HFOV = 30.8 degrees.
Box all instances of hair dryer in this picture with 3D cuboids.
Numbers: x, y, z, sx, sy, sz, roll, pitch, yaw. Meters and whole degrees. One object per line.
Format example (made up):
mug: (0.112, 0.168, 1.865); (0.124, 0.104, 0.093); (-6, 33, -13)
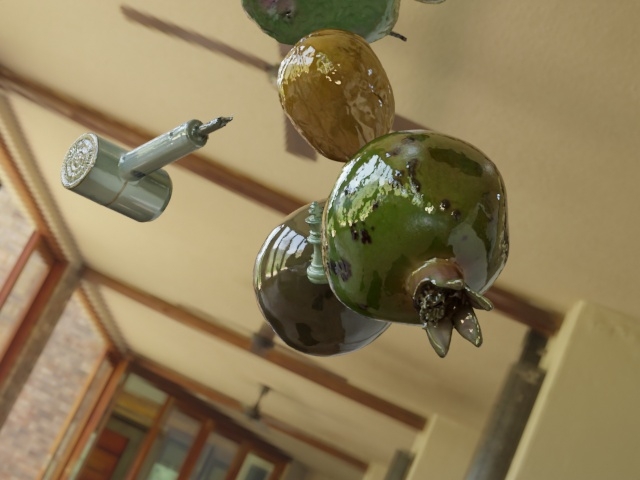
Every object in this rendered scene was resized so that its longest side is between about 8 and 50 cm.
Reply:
hair dryer: (-0.256, -0.135, 1.902); (0.357, 0.108, 0.173); (-19, -33, 41)

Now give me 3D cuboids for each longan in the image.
longan: (0.023, 0.068, 2.260); (0.318, 0.319, 0.319); (23, -16, 7)

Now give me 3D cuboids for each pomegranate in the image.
pomegranate: (0.121, 0.010, 1.609); (0.290, 0.323, 0.291); (9, -46, 9)

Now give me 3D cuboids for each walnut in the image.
walnut: (0.027, -0.238, 1.912); (0.193, 0.193, 0.226); (6, -41, 48)

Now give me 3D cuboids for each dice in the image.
dice: (0.005, -0.598, 2.370); (0.330, 0.322, 0.318); (1, -50, 5)

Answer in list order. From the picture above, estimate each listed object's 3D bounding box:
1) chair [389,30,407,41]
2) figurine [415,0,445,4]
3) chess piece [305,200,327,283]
chair: (0.076, -0.447, 2.544); (0.106, 0.113, 0.229); (8, 26, -40)
figurine: (0.192, -0.502, 1.841); (0.153, 0.262, 0.180); (20, -9, 2)
chess piece: (0.000, 0.000, 2.055); (0.059, 0.059, 0.149); (13, -60, 35)
